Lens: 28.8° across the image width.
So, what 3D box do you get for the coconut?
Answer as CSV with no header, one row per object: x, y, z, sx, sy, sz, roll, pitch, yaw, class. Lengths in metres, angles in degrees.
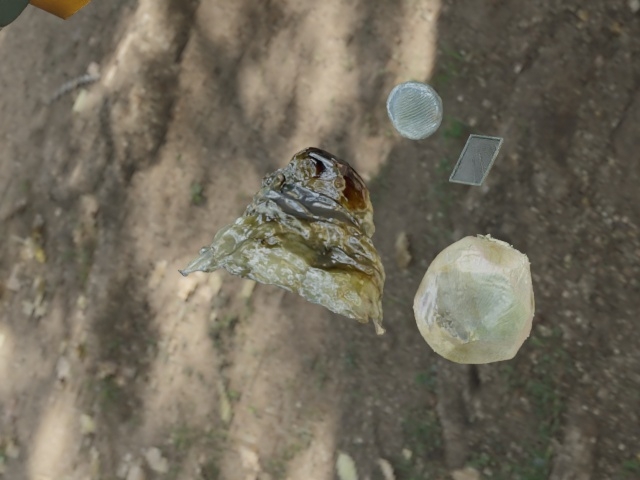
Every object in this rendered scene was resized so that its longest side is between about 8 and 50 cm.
0.227,0.094,1.823,0.194,0.194,0.194,-28,50,38,coconut

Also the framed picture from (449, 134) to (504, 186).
0.247,-0.127,1.973,0.066,0.006,0.089,11,68,42,framed picture

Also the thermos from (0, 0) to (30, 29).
-0.287,-0.244,0.706,0.145,0.286,0.182,159,134,-86,thermos

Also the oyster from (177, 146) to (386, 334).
-0.012,-0.008,1.005,0.233,0.161,0.107,-86,21,-73,oyster

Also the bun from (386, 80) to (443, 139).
0.127,-0.177,1.687,0.083,0.083,0.045,-54,13,13,bun

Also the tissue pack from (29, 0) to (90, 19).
-0.337,-0.403,1.456,0.194,0.274,0.145,-29,70,21,tissue pack
